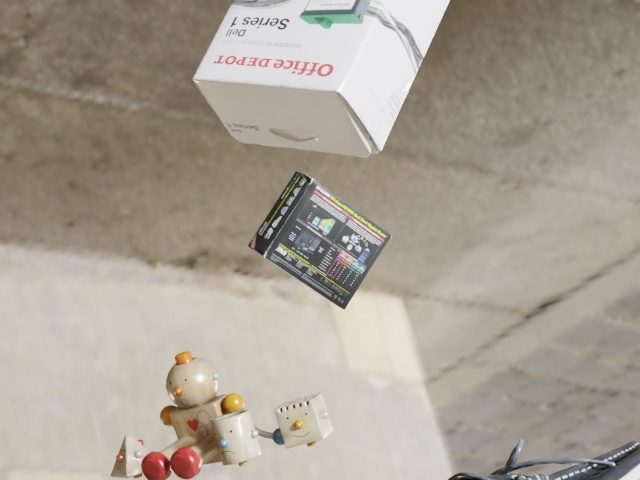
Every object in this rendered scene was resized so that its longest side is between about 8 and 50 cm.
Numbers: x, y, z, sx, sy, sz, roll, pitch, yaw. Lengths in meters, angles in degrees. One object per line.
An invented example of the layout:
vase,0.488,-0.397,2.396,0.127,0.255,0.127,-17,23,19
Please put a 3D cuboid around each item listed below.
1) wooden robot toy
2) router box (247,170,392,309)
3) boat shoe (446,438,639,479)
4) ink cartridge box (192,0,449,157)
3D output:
wooden robot toy,-0.081,0.113,1.082,0.173,0.079,0.076,-14,-178,32
router box,0.000,0.000,1.615,0.122,0.038,0.092,35,87,-34
boat shoe,0.188,0.296,1.615,0.500,0.156,0.187,-22,145,-39
ink cartridge box,0.010,-0.192,1.409,0.160,0.219,0.092,8,151,33
